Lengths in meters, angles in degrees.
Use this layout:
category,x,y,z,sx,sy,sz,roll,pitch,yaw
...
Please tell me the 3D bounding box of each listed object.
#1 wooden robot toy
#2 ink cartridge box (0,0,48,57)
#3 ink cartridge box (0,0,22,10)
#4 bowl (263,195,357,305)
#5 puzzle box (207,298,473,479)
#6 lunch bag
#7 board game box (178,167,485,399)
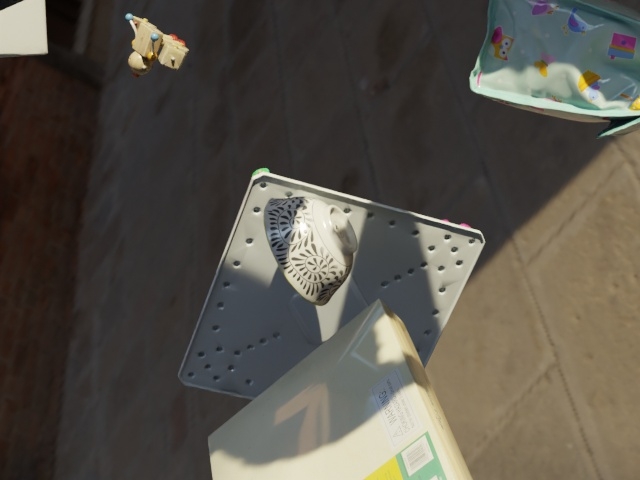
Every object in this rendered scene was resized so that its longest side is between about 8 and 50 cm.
category,x,y,z,sx,sy,sz,roll,pitch,yaw
wooden robot toy,-0.248,-0.272,1.688,0.173,0.076,0.079,42,109,47
ink cartridge box,-0.490,-0.431,1.644,0.223,0.129,0.308,29,122,55
ink cartridge box,-0.332,-0.410,1.414,0.332,0.165,0.065,-22,39,13
bowl,0.000,0.000,1.611,0.080,0.170,0.170,-28,37,23
puzzle box,0.015,0.259,1.154,0.272,0.052,0.409,-39,28,11
lunch bag,0.336,-0.204,1.344,0.223,0.262,0.160,-13,-62,-67
board game box,0.013,0.100,1.821,0.050,0.389,0.390,-108,37,-60
